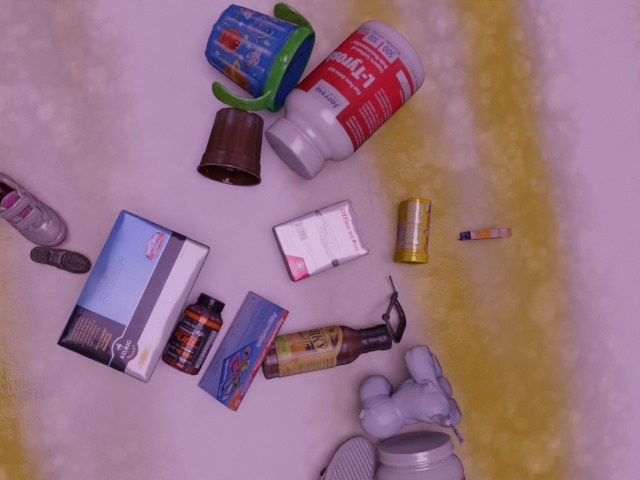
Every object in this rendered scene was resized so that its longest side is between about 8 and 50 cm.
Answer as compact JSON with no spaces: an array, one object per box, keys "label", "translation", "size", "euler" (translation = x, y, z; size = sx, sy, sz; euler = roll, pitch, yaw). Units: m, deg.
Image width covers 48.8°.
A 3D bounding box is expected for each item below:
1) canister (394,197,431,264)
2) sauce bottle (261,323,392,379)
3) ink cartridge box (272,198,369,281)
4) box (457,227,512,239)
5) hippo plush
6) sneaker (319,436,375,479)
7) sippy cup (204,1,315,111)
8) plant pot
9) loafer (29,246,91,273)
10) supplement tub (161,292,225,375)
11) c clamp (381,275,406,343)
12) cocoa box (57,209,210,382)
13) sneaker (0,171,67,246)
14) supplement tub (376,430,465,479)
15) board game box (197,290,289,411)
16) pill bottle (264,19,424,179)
[{"label":"canister","translation":[0.250,-0.023,1.901],"size":[0.074,0.126,0.169],"euler":[6,85,-10]},{"label":"sauce bottle","translation":[0.014,0.281,1.853],"size":[0.345,0.111,0.111],"euler":[-10,89,-12]},{"label":"ink cartridge box","translation":[0.000,0.000,1.871],"size":[0.218,0.092,0.158],"euler":[-20,91,-9]},{"label":"box","translation":[0.451,-0.017,1.959],"size":[0.136,0.081,0.028],"euler":[-2,88,-11]},{"label":"hippo plush","translation":[0.226,0.443,1.840],"size":[0.237,0.294,0.234],"euler":[-25,132,12]},{"label":"sneaker","translation":[0.033,0.665,1.839],"size":[0.126,0.127,0.321],"euler":[36,58,-12]},{"label":"sippy cup","translation":[-0.163,-0.482,1.809],"size":[0.224,0.305,0.240],"euler":[30,117,3]},{"label":"plant pot","translation":[-0.220,-0.243,1.816],"size":[0.167,0.167,0.165],"euler":[12,77,-10]},{"label":"loafer","translation":[-0.653,0.045,1.773],"size":[0.148,0.050,0.056],"euler":[20,87,-24]},{"label":"supplement tub","translation":[-0.317,0.235,1.795],"size":[0.106,0.106,0.197],"euler":[26,83,-8]},{"label":"c clamp","translation":[0.193,0.193,1.886],"size":[0.022,0.160,0.137],"euler":[-17,115,25]},{"label":"cocoa box","translation":[-0.444,0.130,1.712],"size":[0.228,0.231,0.346],"euler":[25,83,-8]},{"label":"sneaker","translation":[-0.739,-0.075,1.729],"size":[0.252,0.111,0.103],"euler":[38,82,-7]},{"label":"supplement tub","translation":[0.268,0.675,1.819],"size":[0.229,0.228,0.315],"euler":[-9,89,-11]},{"label":"board game box","translation":[-0.198,0.279,1.804],"size":[0.027,0.145,0.281],"euler":[36,80,-45]},{"label":"pill bottle","translation":[0.057,-0.356,1.828],"size":[0.229,0.229,0.407],"euler":[46,80,-5]}]
